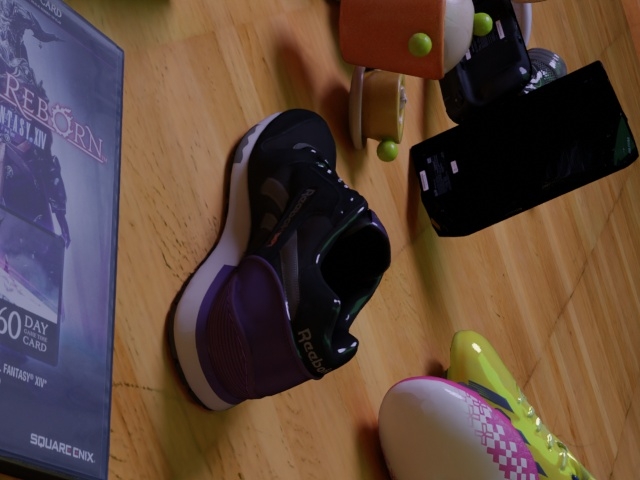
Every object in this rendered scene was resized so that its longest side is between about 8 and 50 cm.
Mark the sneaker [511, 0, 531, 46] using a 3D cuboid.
[{"bbox_3d":[0.222,-0.382,1.511,0.147,0.104,0.295,-30,99,-60],"label":"sneaker"}]

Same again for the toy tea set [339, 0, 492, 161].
[{"bbox_3d":[0.098,-0.246,1.048,0.200,0.124,0.336,76,20,-65],"label":"toy tea set"}]

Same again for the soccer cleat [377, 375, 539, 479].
[{"bbox_3d":[0.138,0.263,0.960,0.331,0.116,0.143,62,27,-27],"label":"soccer cleat"}]

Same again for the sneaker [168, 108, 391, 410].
[{"bbox_3d":[0.000,0.000,0.804,0.107,0.124,0.283,59,29,-33],"label":"sneaker"}]

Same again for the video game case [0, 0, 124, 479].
[{"bbox_3d":[-0.170,-0.026,0.580,0.196,0.026,0.274,37,45,-54],"label":"video game case"}]

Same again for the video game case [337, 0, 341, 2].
[{"bbox_3d":[-0.017,-0.325,1.073,0.201,0.023,0.183,8,69,-64],"label":"video game case"}]

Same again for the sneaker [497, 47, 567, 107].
[{"bbox_3d":[0.265,-0.127,1.502,0.130,0.087,0.227,-49,149,-28],"label":"sneaker"}]

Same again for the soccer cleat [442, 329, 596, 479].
[{"bbox_3d":[0.204,0.212,1.122,0.289,0.121,0.093,70,25,-11],"label":"soccer cleat"}]

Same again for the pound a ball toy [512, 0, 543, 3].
[{"bbox_3d":[0.153,-0.419,1.281,0.208,0.136,0.319,67,-1,-53],"label":"pound a ball toy"}]

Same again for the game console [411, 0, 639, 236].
[{"bbox_3d":[0.194,-0.163,1.227,0.044,0.213,0.361,53,22,-38],"label":"game console"}]
